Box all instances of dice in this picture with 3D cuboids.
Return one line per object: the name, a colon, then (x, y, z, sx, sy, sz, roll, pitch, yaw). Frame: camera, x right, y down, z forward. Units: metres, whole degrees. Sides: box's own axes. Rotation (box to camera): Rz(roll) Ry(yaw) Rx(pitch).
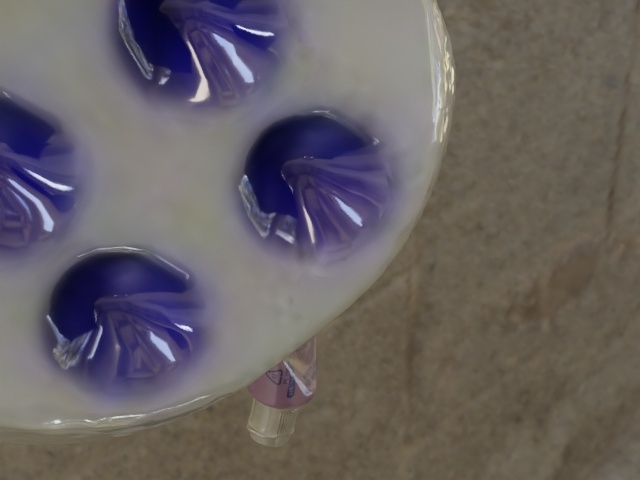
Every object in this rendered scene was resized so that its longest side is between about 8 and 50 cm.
dice: (-0.120, -0.083, 0.528, 0.243, 0.251, 0.259, -40, 122, -8)

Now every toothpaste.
toothpaste: (0.000, 0.000, 0.849, 0.048, 0.075, 0.301, 8, 115, -16)
